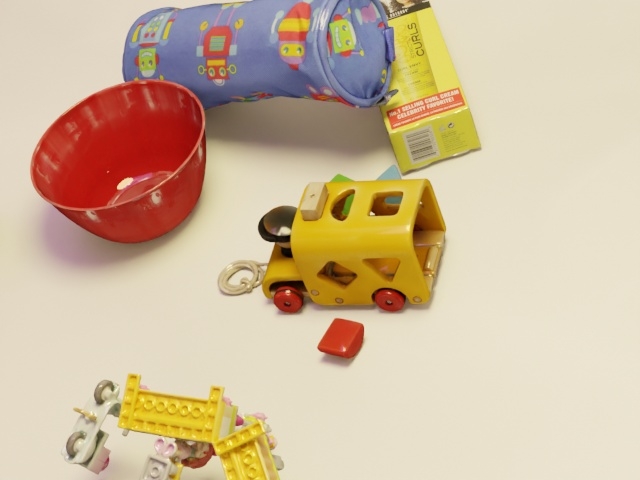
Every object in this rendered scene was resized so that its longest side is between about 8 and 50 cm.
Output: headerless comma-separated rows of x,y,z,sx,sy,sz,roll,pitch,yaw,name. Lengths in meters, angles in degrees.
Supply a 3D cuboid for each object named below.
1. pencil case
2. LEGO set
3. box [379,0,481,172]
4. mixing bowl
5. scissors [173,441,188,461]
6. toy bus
-0.058,-0.186,1.703,0.306,0.119,0.133,1,2,43,pencil case
-0.072,0.196,1.407,0.287,0.107,0.132,31,92,29,LEGO set
0.090,-0.170,1.715,0.087,0.058,0.232,-18,44,5,box
-0.185,-0.063,1.691,0.181,0.098,0.181,-12,43,12,mixing bowl
-0.194,0.284,1.413,0.297,0.021,0.109,-38,46,-19,scissors
0.012,-0.004,1.548,0.202,0.104,0.191,-34,44,-12,toy bus
